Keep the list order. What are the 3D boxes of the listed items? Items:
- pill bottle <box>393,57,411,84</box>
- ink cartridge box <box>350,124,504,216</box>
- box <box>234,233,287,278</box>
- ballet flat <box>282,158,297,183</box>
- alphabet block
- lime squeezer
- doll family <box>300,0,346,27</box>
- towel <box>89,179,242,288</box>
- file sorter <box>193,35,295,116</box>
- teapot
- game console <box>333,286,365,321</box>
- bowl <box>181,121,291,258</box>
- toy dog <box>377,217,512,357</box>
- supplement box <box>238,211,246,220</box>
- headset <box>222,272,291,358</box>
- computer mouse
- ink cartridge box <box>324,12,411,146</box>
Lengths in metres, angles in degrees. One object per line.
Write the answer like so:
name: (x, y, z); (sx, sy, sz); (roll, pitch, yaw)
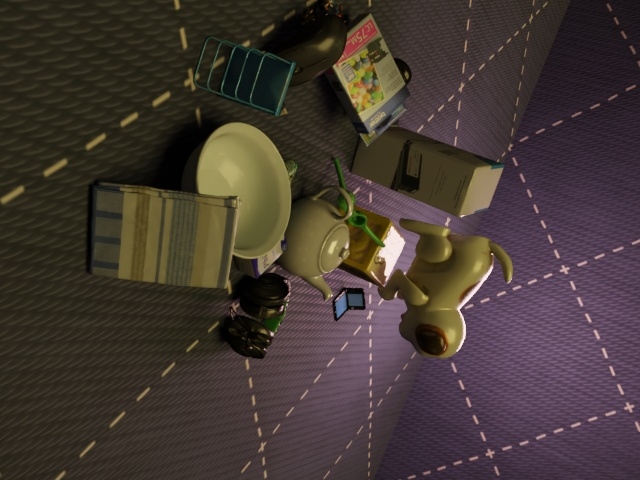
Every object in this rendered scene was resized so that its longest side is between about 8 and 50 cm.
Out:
pill bottle: (0.175, -0.443, 2.029); (0.219, 0.123, 0.122); (-48, 148, -34)
ink cartridge box: (0.340, -0.230, 2.202); (0.285, 0.395, 0.166); (-14, 125, -58)
box: (-0.161, 0.008, 1.820); (0.137, 0.072, 0.126); (-46, 146, -30)
ballet flat: (-0.117, -0.128, 1.826); (0.070, 0.070, 0.188); (-12, 119, -58)
alphabet block: (0.137, 0.014, 2.244); (0.192, 0.194, 0.197); (-64, 153, -10)
lime squeezer: (0.098, -0.092, 2.049); (0.059, 0.310, 0.110); (-29, -172, 11)
doll family: (0.012, -0.532, 1.710); (0.193, 0.076, 0.111); (-49, 129, -22)
towel: (-0.309, -0.009, 1.371); (0.034, 0.285, 0.209); (-103, -159, -65)
file sorter: (-0.163, -0.346, 1.438); (0.104, 0.170, 0.118); (7, 105, -59)
teapot: (0.000, 0.000, 1.988); (0.252, 0.187, 0.256); (-57, 151, -19)
game console: (0.107, 0.233, 2.500); (0.122, 0.107, 0.071); (83, 11, -46)
bowl: (-0.208, -0.103, 1.529); (0.298, 0.134, 0.297); (10, 78, -53)
toy dog: (0.387, 0.171, 2.200); (0.284, 0.396, 0.407); (16, 88, -72)
supplement box: (-0.225, -0.043, 1.652); (0.083, 0.083, 0.056); (-48, 150, -32)
headset: (-0.153, 0.220, 1.881); (0.243, 0.185, 0.394); (-70, 165, 5)
computer mouse: (-0.035, -0.415, 1.616); (0.272, 0.072, 0.188); (-39, 145, -3)
ink cartridge box: (0.129, -0.426, 1.862); (0.186, 0.065, 0.311); (-44, 123, -20)
